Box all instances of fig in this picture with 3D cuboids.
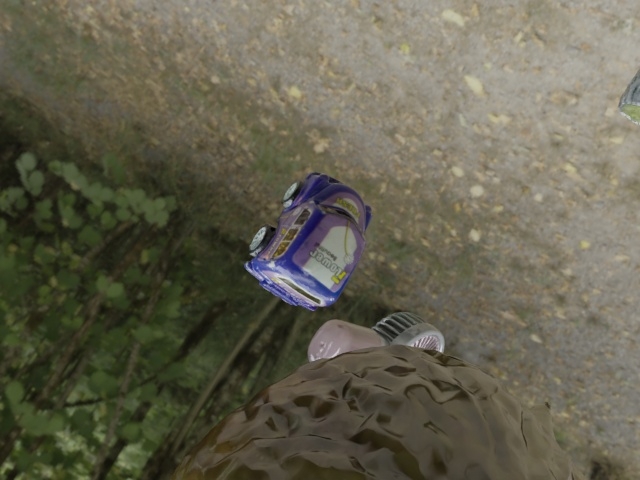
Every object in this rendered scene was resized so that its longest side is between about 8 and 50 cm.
[{"bbox_3d":[0.070,0.164,0.391,0.286,0.286,0.368,31,141,-5],"label":"fig"}]

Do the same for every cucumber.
[{"bbox_3d":[0.437,-0.205,0.955,0.064,0.112,0.064,33,173,4],"label":"cucumber"}]

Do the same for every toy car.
[{"bbox_3d":[0.000,0.000,1.283,0.172,0.235,0.158,34,168,-20],"label":"toy car"}]

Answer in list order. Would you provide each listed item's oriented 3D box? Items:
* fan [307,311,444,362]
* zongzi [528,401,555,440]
[{"bbox_3d":[0.066,0.141,0.884,0.074,0.130,0.244,37,-172,34],"label":"fan"},{"bbox_3d":[0.246,0.241,0.905,0.099,0.197,0.194,18,147,26],"label":"zongzi"}]
